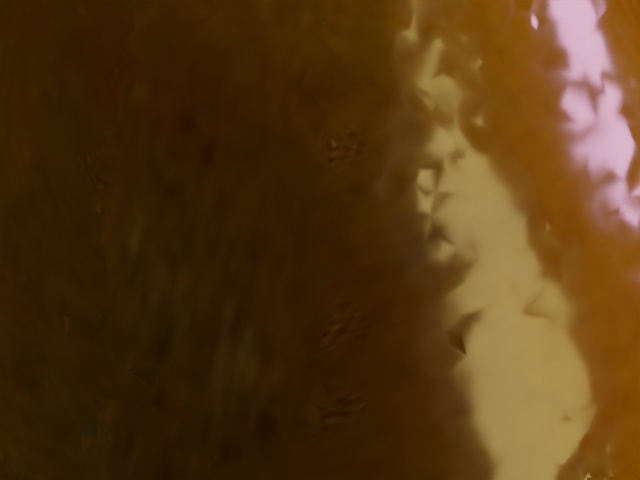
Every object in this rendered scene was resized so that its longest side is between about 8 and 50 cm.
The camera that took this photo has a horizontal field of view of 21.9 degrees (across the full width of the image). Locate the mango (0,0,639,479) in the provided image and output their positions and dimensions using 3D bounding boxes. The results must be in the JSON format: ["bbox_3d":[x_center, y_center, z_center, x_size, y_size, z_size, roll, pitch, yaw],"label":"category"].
[{"bbox_3d":[0.000,0.000,0.475,0.182,0.253,0.365,-33,119,-52],"label":"mango"}]
